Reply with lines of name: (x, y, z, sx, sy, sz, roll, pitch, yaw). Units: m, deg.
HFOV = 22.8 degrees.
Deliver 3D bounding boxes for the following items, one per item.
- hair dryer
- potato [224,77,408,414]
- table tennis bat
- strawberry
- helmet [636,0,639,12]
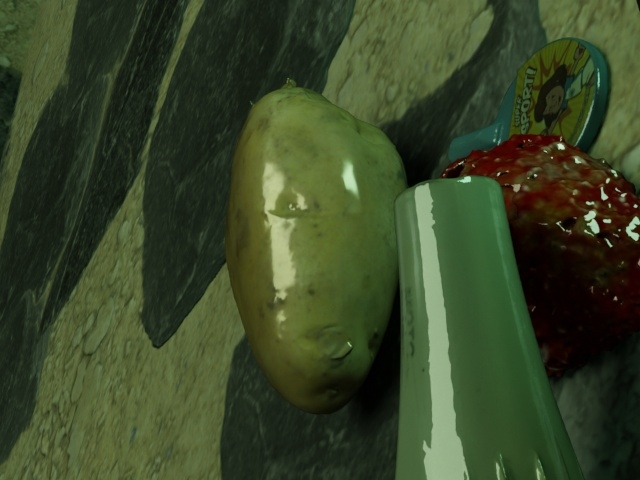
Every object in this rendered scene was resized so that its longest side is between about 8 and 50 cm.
hair dryer: (0.059, 0.114, 0.816, 0.298, 0.119, 0.295, -171, 81, -73)
potato: (0.001, -0.003, 1.100, 0.234, 0.128, 0.161, -101, 20, -45)
table tennis bat: (0.126, -0.071, 0.975, 0.155, 0.019, 0.100, -18, 58, 62)
strawberry: (0.106, 0.007, 0.867, 0.140, 0.085, 0.192, -63, 27, 24)
helmet: (0.233, -0.138, 0.572, 0.230, 0.160, 0.278, -29, 58, 58)
